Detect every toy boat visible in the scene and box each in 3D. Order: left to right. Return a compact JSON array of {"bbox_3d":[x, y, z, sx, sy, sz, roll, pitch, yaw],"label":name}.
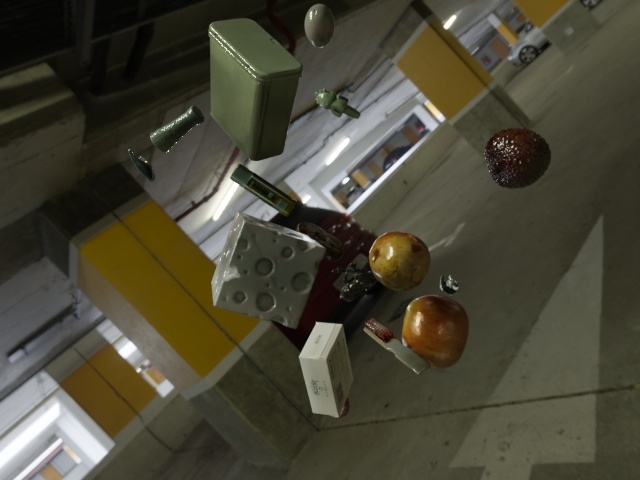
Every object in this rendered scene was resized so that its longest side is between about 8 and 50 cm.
[{"bbox_3d":[-0.546,-0.228,1.364,0.034,0.096,0.122,-29,-11,1],"label":"toy boat"}]

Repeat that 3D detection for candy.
[{"bbox_3d":[0.072,0.661,1.819,0.043,0.103,0.103,15,-47,-43],"label":"candy"}]

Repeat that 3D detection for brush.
[{"bbox_3d":[0.261,0.364,1.603,0.060,0.050,0.321,-25,29,-21],"label":"brush"}]

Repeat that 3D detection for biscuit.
[{"bbox_3d":[0.000,0.000,1.583,0.049,0.192,0.192,-53,-2,22],"label":"biscuit"}]

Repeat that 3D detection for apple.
[{"bbox_3d":[0.428,0.343,1.716,0.286,0.232,0.286,15,-90,-82],"label":"apple"}]

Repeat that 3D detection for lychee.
[{"bbox_3d":[0.793,-0.335,1.824,0.260,0.260,0.260,-44,1,1],"label":"lychee"}]

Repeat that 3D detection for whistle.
[{"bbox_3d":[0.084,-0.662,2.203,0.110,0.244,0.092,125,167,-53],"label":"whistle"}]

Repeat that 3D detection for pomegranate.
[{"bbox_3d":[0.280,0.068,1.560,0.215,0.215,0.215,-44,1,1],"label":"pomegranate"}]

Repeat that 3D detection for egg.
[{"bbox_3d":[-0.003,-0.728,1.536,0.103,0.103,0.135,-45,-36,-46],"label":"egg"}]

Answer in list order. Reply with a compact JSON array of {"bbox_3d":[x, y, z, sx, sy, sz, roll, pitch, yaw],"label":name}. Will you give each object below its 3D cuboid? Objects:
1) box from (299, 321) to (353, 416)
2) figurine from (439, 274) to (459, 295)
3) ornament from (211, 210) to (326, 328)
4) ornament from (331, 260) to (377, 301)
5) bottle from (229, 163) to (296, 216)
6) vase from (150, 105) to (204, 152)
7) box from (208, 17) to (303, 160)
[{"bbox_3d":[0.027,0.476,1.685,0.116,0.275,0.203,-1,27,22],"label":"box"},{"bbox_3d":[0.573,0.195,2.001,0.082,0.086,0.095,75,-153,-46],"label":"figurine"},{"bbox_3d":[-0.158,0.077,1.290,0.239,0.239,0.239,-145,75,-72],"label":"ornament"},{"bbox_3d":[0.120,0.172,1.902,0.202,0.080,0.236,-38,-29,17],"label":"ornament"},{"bbox_3d":[-0.238,-0.209,1.874,0.082,0.286,0.082,-54,10,15],"label":"bottle"},{"bbox_3d":[-0.574,-0.455,1.832,0.219,0.096,0.096,-30,5,16],"label":"vase"},{"bbox_3d":[-0.244,-0.515,1.564,0.177,0.352,0.344,-23,-31,-32],"label":"box"}]
